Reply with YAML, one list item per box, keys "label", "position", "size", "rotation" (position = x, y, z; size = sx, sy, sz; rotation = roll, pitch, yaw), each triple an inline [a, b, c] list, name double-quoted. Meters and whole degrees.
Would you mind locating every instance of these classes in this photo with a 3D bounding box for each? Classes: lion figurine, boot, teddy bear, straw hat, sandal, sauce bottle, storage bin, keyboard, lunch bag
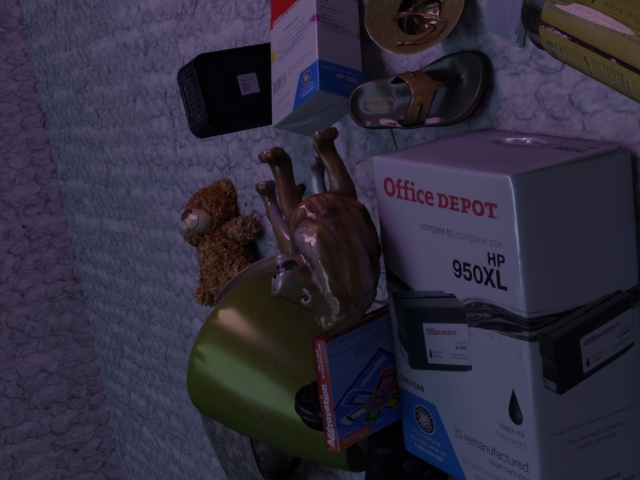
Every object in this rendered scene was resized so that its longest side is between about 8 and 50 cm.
- label: "lion figurine"
  position: [0.000, 0.000, 1.427]
  size: [0.392, 0.142, 0.240]
  rotation: [57, -166, -85]
- label: "boot"
  position: [0.079, 0.295, 1.559]
  size: [0.094, 0.247, 0.207]
  rotation: [-125, 35, -56]
- label: "teddy bear"
  position: [-0.182, 0.049, 2.092]
  size: [0.245, 0.113, 0.338]
  rotation: [-22, 83, 61]
- label: "straw hat"
  position: [0.129, -0.278, 1.366]
  size: [0.061, 0.144, 0.144]
  rotation: [40, -169, -52]
- label: "sandal"
  position: [0.115, -0.186, 1.379]
  size: [0.219, 0.060, 0.090]
  rotation: [-2, 92, 39]
- label: "sauce bottle"
  position: [0.328, -0.164, 0.986]
  size: [0.344, 0.111, 0.111]
  rotation: [45, 140, 46]
- label: "storage bin"
  position: [-0.126, -0.243, 1.754]
  size: [0.084, 0.180, 0.122]
  rotation: [-13, 92, 63]
- label: "keyboard"
  position: [0.221, -0.347, 1.217]
  size: [0.072, 0.014, 0.256]
  rotation: [-130, 36, -50]
- label: "lunch bag"
  position: [-0.112, 0.350, 2.042]
  size: [0.235, 0.169, 0.287]
  rotation: [-31, 70, 63]

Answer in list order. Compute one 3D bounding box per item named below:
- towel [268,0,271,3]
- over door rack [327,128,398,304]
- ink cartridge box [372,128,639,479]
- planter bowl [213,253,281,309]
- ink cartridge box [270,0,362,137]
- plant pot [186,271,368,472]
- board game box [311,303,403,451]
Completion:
- label: "towel"
  position: [-0.147, -0.485, 1.721]
  size: [0.336, 0.040, 0.243]
  rotation: [49, 170, 45]
- label: "over door rack"
  position: [0.054, -0.058, 1.579]
  size: [0.239, 0.108, 0.324]
  rotation: [12, 113, 60]
- label: "ink cartridge box"
  position: [0.216, 0.084, 1.265]
  size: [0.285, 0.166, 0.394]
  rotation: [16, 117, 60]
- label: "planter bowl"
  position: [-0.092, 0.116, 1.924]
  size: [0.109, 0.162, 0.162]
  rotation: [55, 161, -22]
- label: "ink cartridge box"
  position: [-0.009, -0.282, 1.558]
  size: [0.134, 0.078, 0.231]
  rotation: [-31, 55, 53]
- label: "plant pot"
  position: [-0.016, 0.233, 1.734]
  size: [0.293, 0.275, 0.274]
  rotation: [30, 130, 37]
- label: "board game box"
  position: [0.102, 0.151, 1.397]
  size: [0.027, 0.281, 0.145]
  rotation: [4, 108, 45]
